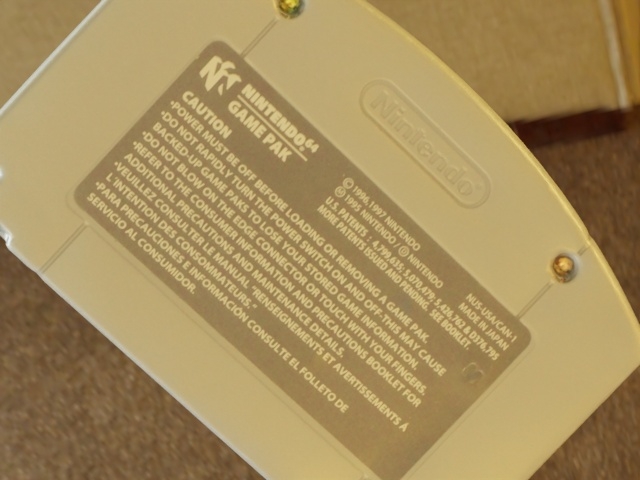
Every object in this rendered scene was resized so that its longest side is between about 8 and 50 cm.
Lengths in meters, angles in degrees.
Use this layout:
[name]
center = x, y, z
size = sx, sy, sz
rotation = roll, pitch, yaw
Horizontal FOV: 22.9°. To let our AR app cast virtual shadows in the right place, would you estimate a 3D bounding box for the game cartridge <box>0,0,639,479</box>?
[game cartridge]
center = 0.000, 0.000, 0.729
size = 0.294, 0.060, 0.196
rotation = 43, 97, -9
